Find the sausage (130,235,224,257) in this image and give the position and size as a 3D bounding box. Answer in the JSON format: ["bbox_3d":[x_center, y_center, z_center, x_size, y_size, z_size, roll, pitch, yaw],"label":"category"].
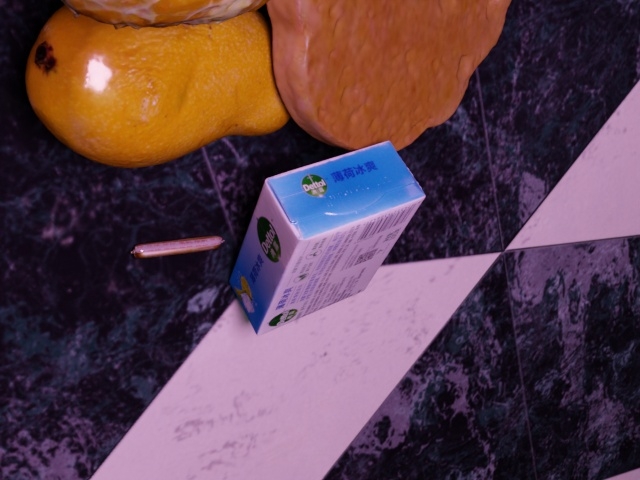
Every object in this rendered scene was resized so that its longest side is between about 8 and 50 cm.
[{"bbox_3d":[-0.138,0.006,0.953,0.100,0.015,0.015,-8,117,-33],"label":"sausage"}]

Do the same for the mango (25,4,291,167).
[{"bbox_3d":[-0.128,-0.139,0.823,0.262,0.109,0.157,-7,112,-50],"label":"mango"}]

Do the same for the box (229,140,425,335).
[{"bbox_3d":[0.000,0.001,0.953,0.139,0.073,0.194,-20,157,-27],"label":"box"}]

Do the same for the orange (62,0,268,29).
[{"bbox_3d":[-0.106,-0.303,0.642,0.329,0.249,0.329,-23,125,-38],"label":"orange"}]

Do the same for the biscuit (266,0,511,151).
[{"bbox_3d":[0.083,-0.242,0.916,0.351,0.057,0.312,-58,146,-9],"label":"biscuit"}]
